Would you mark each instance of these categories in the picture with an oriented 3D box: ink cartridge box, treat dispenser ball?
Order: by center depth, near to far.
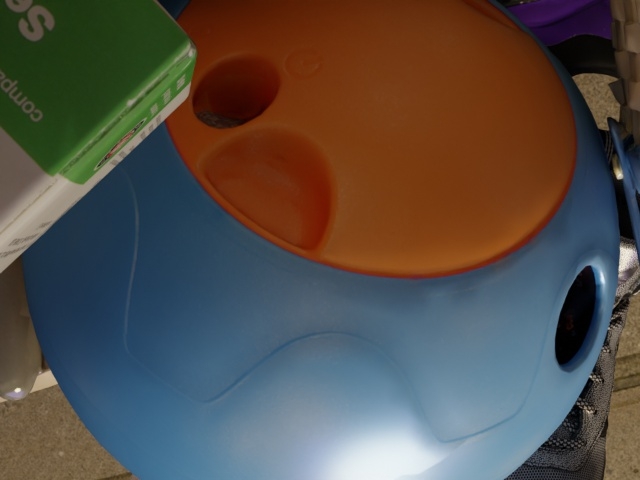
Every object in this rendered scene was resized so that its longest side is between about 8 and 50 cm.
[{"bbox_3d":[-0.139,-0.007,0.390,0.208,0.087,0.153,-44,-174,-4],"label":"ink cartridge box"},{"bbox_3d":[0.000,0.000,0.668,0.288,0.288,0.288,-14,-177,1],"label":"treat dispenser ball"}]

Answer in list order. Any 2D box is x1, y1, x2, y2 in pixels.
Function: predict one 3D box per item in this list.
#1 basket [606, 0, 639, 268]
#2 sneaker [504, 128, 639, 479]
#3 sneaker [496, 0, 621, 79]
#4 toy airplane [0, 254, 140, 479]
[{"bbox_3d":[0.253,-0.057,0.594,0.255,0.289,0.201,-13,-176,9],"label":"basket"},{"bbox_3d":[0.139,0.060,0.786,0.101,0.268,0.153,14,144,-10],"label":"sneaker"},{"bbox_3d":[0.233,-0.138,0.788,0.293,0.146,0.102,-13,-176,13],"label":"sneaker"},{"bbox_3d":[-0.086,-0.005,0.942,0.386,0.272,0.384,-48,-147,-19],"label":"toy airplane"}]
